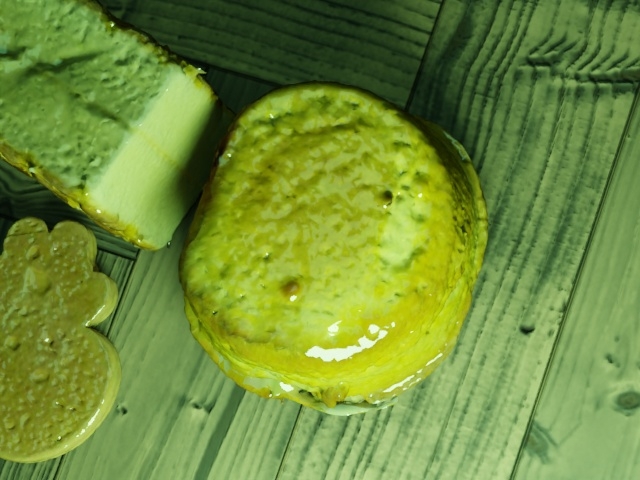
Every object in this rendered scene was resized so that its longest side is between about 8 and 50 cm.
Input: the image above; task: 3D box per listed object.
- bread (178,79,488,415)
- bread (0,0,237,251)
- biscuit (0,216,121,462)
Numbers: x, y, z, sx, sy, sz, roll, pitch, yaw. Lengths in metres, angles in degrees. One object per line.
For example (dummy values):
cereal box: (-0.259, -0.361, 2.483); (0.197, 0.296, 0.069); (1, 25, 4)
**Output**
bread: (0.000, 0.003, 1.783); (0.337, 0.204, 0.358); (13, 82, 19)
bread: (-0.269, -0.150, 1.835); (0.279, 0.279, 0.207); (34, 88, 15)
biscuit: (-0.330, 0.116, 1.904); (0.202, 0.044, 0.288); (-1, 76, 11)
